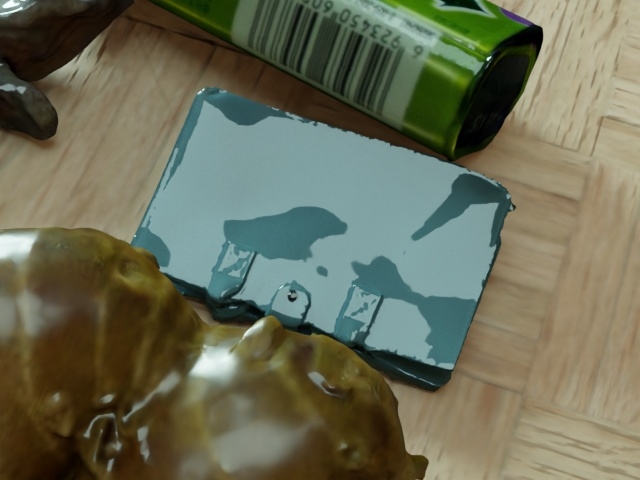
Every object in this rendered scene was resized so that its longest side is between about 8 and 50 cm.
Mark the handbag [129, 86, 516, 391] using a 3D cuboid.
[{"bbox_3d":[0.000,0.000,0.927,0.221,0.057,0.144,19,63,7],"label":"handbag"}]

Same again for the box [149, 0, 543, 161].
[{"bbox_3d":[-0.022,-0.172,1.004,0.345,0.097,0.134,29,29,15],"label":"box"}]

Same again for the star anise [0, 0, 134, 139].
[{"bbox_3d":[-0.278,-0.136,0.960,0.257,0.111,0.198,19,56,1],"label":"star anise"}]

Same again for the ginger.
[{"bbox_3d":[-0.144,0.129,0.756,0.357,0.152,0.274,25,83,1],"label":"ginger"}]
